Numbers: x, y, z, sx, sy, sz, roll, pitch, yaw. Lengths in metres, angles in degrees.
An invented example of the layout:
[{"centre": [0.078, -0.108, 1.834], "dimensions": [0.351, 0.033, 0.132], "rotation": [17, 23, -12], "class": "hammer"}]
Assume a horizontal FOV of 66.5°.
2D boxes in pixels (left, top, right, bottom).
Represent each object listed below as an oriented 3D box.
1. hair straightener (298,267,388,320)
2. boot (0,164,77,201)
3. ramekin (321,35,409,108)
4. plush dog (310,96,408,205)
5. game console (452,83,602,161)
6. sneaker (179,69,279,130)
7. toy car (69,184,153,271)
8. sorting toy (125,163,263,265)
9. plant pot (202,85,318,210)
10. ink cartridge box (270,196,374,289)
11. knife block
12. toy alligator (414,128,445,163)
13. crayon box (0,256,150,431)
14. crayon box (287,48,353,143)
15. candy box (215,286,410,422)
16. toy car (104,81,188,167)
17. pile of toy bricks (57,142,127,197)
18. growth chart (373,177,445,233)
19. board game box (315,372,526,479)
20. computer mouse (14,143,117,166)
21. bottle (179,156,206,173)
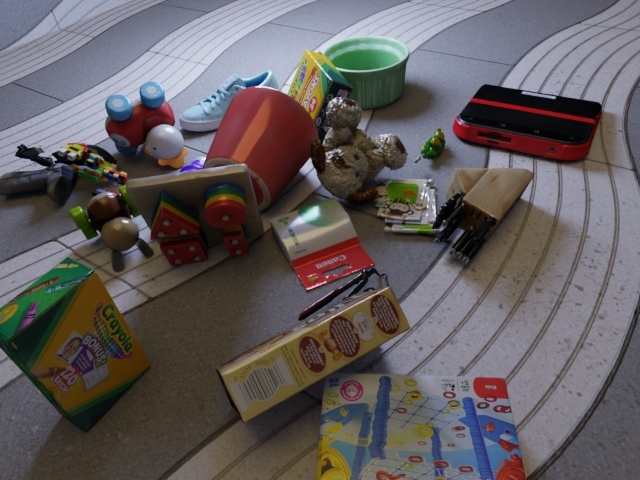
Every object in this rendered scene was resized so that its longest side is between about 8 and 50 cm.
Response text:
[{"centre": [0.066, 0.133, 1.038], "dimensions": [0.230, 0.047, 0.089], "rotation": [-30, 67, -31], "class": "hair straightener"}, {"centre": [-0.841, -0.161, 1.429], "dimensions": [0.208, 0.076, 0.189], "rotation": [-3, 30, -6], "class": "boot"}, {"centre": [0.156, -0.586, 1.708], "dimensions": [0.303, 0.148, 0.303], "rotation": [-4, 43, 3], "class": "ramekin"}, {"centre": [0.068, -0.210, 1.299], "dimensions": [0.262, 0.210, 0.225], "rotation": [38, 51, -13], "class": "plush dog"}, {"centre": [0.633, -0.372, 1.499], "dimensions": [0.386, 0.060, 0.342], "rotation": [19, 43, 24], "class": "game console"}, {"centre": [-0.316, -0.491, 1.663], "dimensions": [0.366, 0.150, 0.135], "rotation": [-24, 45, -18], "class": "sneaker"}, {"centre": [-0.502, -0.017, 1.225], "dimensions": [0.155, 0.149, 0.188], "rotation": [-30, 76, -18], "class": "toy car"}, {"centre": [-0.271, -0.043, 1.114], "dimensions": [0.257, 0.255, 0.089], "rotation": [-9, 59, -2], "class": "sorting toy"}, {"centre": [-0.173, -0.227, 1.305], "dimensions": [0.275, 0.275, 0.243], "rotation": [12, 56, 19], "class": "plant pot"}, {"centre": [0.000, 0.000, 1.171], "dimensions": [0.181, 0.056, 0.224], "rotation": [-20, 43, -14], "class": "ink cartridge box"}, {"centre": [0.396, -0.059, 1.152], "dimensions": [0.276, 0.088, 0.242], "rotation": [-1, 53, -9], "class": "knife block"}, {"centre": [0.324, -0.261, 1.415], "dimensions": [0.051, 0.056, 0.189], "rotation": [44, 52, -8], "class": "toy alligator"}, {"centre": [-0.426, 0.187, 0.855], "dimensions": [0.081, 0.278, 0.165], "rotation": [19, 49, 27], "class": "crayon box"}, {"centre": [-0.024, -0.473, 1.569], "dimensions": [0.081, 0.202, 0.318], "rotation": [9, 34, -29], "class": "crayon box"}, {"centre": [-0.021, 0.192, 0.866], "dimensions": [0.316, 0.183, 0.087], "rotation": [-24, 88, -18], "class": "candy box"}, {"centre": [-0.514, -0.311, 1.499], "dimensions": [0.210, 0.219, 0.238], "rotation": [-31, 77, -24], "class": "toy car"}, {"centre": [-0.634, -0.202, 1.409], "dimensions": [0.212, 0.118, 0.105], "rotation": [24, 35, 6], "class": "pile of toy bricks"}, {"centre": [0.224, -0.093, 1.267], "dimensions": [0.172, 0.021, 0.237], "rotation": [-2, 42, 6], "class": "growth chart"}, {"centre": [0.146, 0.358, 0.743], "dimensions": [0.308, 0.086, 0.302], "rotation": [0, 43, 6], "class": "board game box"}, {"centre": [-0.762, -0.266, 1.463], "dimensions": [0.262, 0.184, 0.060], "rotation": [0, 86, 7], "class": "computer mouse"}, {"centre": [-0.362, -0.127, 1.314], "dimensions": [0.118, 0.092, 0.283], "rotation": [-9, 37, 21], "class": "bottle"}]
